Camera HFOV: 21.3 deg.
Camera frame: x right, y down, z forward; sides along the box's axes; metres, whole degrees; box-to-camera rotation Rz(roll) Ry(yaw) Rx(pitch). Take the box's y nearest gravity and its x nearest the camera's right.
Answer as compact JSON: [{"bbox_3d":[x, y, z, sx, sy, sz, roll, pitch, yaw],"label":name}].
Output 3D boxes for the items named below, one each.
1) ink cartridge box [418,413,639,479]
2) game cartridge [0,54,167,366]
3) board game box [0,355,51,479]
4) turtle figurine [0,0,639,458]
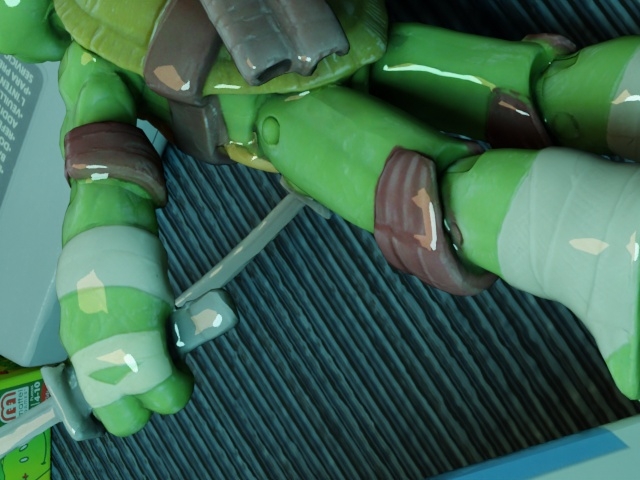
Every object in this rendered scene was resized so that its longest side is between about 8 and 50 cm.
[{"bbox_3d":[0.050,0.200,0.525,0.270,0.198,0.197,-47,61,46],"label":"ink cartridge box"},{"bbox_3d":[-0.187,-0.088,0.811,0.297,0.062,0.198,44,129,27],"label":"game cartridge"},{"bbox_3d":[-0.181,0.144,0.861,0.092,0.043,0.181,14,109,40],"label":"board game box"},{"bbox_3d":[0.000,0.000,0.564,0.266,0.198,0.274,13,90,26],"label":"turtle figurine"}]
